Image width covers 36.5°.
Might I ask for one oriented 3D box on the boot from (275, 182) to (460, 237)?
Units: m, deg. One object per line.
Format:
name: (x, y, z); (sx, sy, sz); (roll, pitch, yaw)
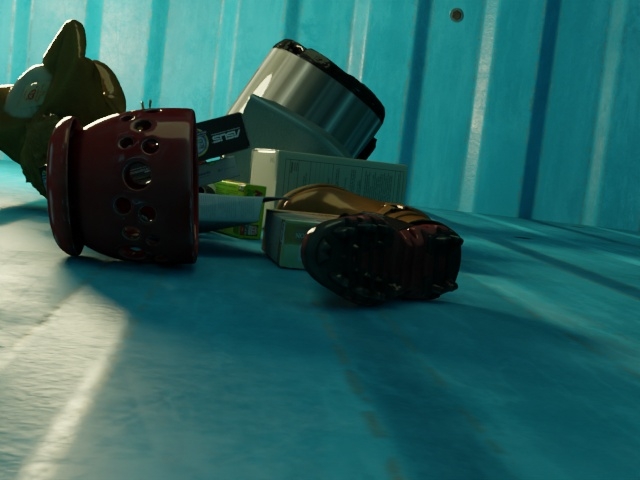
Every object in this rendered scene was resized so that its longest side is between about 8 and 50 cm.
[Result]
boot: (0.083, -0.022, 1.684); (0.283, 0.109, 0.220); (12, 6, -27)

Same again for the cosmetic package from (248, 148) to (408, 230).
cosmetic package: (0.015, -0.090, 1.935); (0.309, 0.160, 0.113); (5, 4, -32)

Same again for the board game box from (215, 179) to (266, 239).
board game box: (-0.163, -0.060, 1.718); (0.043, 0.092, 0.181); (5, 5, -34)

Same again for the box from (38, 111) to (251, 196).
box: (-0.273, -0.127, 1.490); (0.270, 0.060, 0.216); (-19, 8, -29)

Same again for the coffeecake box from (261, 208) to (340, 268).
coffeecake box: (0.000, 0.000, 1.393); (0.142, 0.068, 0.185); (6, 5, -12)

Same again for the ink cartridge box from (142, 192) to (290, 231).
ink cartridge box: (-0.195, -0.035, 1.424); (0.224, 0.045, 0.223); (0, -5, -38)

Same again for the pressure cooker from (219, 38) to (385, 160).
pressure cooker: (-0.078, -0.272, 2.577); (0.375, 0.420, 0.370); (33, -3, 30)

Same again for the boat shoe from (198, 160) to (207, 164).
boat shoe: (-0.231, -0.107, 1.978); (0.049, 0.137, 0.043); (-21, 22, -9)

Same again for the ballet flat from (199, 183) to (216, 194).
ballet flat: (-0.234, -0.068, 1.646); (0.057, 0.049, 0.173); (11, 30, 30)

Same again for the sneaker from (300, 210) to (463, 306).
sneaker: (0.048, 0.017, 1.101); (0.135, 0.098, 0.276); (10, 4, 35)

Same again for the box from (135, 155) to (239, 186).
box: (-0.244, -0.090, 1.542); (0.186, 0.038, 0.145); (-18, 7, -40)

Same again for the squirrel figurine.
squirrel figurine: (-0.431, -0.172, 1.921); (0.370, 0.281, 0.397); (38, 18, -49)

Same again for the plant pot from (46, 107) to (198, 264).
plant pot: (-0.234, -0.064, 1.172); (0.174, 0.191, 0.191); (-2, 6, -7)

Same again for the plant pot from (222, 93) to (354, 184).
plant pot: (-0.062, -0.152, 2.126); (0.252, 0.247, 0.248); (24, 7, 7)
